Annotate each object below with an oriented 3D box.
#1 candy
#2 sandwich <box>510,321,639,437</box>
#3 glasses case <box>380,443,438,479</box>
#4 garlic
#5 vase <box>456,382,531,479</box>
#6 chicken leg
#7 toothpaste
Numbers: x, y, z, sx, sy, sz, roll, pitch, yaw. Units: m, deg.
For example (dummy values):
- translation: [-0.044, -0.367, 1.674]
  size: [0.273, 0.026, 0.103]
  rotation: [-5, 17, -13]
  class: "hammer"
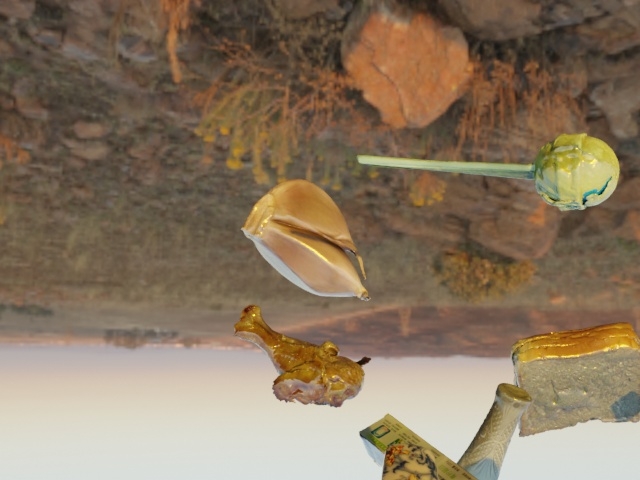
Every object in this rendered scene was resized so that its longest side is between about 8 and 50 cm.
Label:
- translation: [0.196, -0.093, 0.973]
  size: [0.335, 0.092, 0.093]
  rotation: [7, -175, 27]
  class: "candy"
- translation: [0.594, 0.322, 1.788]
  size: [0.301, 0.099, 0.271]
  rotation: [-9, 127, 7]
  class: "sandwich"
- translation: [0.122, 0.379, 1.057]
  size: [0.086, 0.065, 0.248]
  rotation: [8, -147, 2]
  class: "glasses case"
- translation: [0.000, 0.000, 1.862]
  size: [0.340, 0.231, 0.246]
  rotation: [32, 165, 2]
  class: "garlic"
- translation: [0.371, 0.412, 1.650]
  size: [0.096, 0.219, 0.096]
  rotation: [20, -165, -5]
  class: "vase"
- translation: [-0.069, 0.307, 1.913]
  size: [0.361, 0.140, 0.211]
  rotation: [20, -148, 14]
  class: "chicken leg"
- translation: [0.183, 0.421, 1.435]
  size: [0.081, 0.067, 0.336]
  rotation: [-28, -161, -17]
  class: "toothpaste"
